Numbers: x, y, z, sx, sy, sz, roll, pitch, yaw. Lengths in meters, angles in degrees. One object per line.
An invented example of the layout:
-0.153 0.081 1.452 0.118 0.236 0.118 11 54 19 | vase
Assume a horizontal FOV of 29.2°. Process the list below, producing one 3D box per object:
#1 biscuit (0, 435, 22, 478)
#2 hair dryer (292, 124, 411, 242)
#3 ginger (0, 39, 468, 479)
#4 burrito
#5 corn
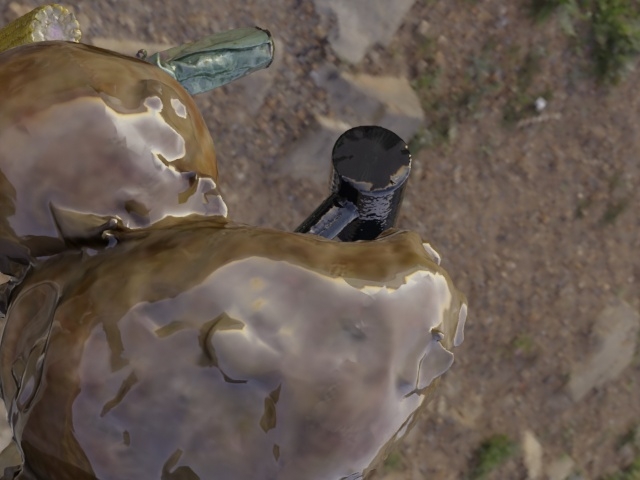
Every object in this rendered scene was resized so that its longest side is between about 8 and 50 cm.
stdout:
-0.051 0.198 0.724 0.325 0.217 0.044 44 138 -20 | biscuit
0.000 0.000 1.773 0.302 0.116 0.244 -41 160 -23 | hair dryer
-0.085 0.105 0.529 0.176 0.256 0.375 38 65 -77 | ginger
-0.192 -0.287 1.989 0.229 0.144 0.089 -19 106 -20 | burrito
-0.422 -0.283 1.791 0.093 0.244 0.093 1 87 -26 | corn
